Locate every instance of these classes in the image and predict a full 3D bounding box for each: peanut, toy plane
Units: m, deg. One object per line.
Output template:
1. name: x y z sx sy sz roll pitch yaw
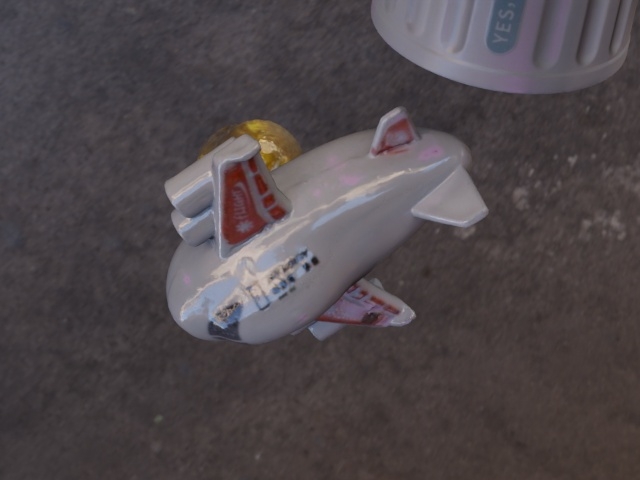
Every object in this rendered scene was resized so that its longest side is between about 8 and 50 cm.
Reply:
1. peanut: -0.066 -0.066 1.100 0.087 0.207 0.087 0 92 -14
2. toy plane: -0.001 -0.003 0.877 0.252 0.118 0.252 -11 140 -10

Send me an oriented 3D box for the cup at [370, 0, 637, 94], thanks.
1. cup: 0.102 -0.211 0.723 0.221 0.167 0.202 -7 130 -18
